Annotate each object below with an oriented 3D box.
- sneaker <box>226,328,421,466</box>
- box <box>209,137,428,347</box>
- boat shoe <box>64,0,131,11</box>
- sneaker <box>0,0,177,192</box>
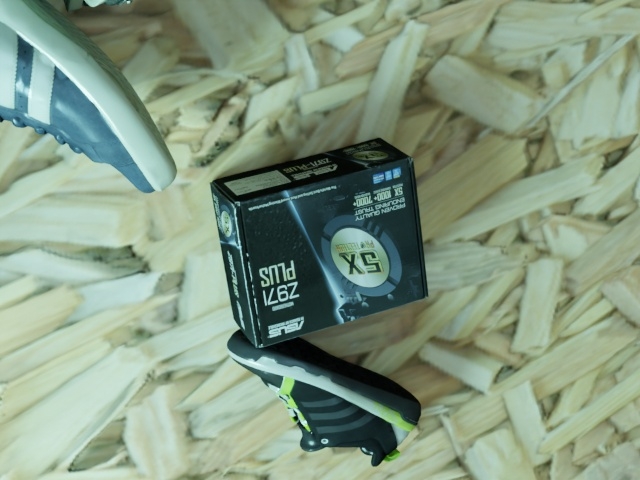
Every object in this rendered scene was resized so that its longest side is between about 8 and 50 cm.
[{"bbox_3d":[-0.001,0.165,1.340,0.234,0.084,0.097,26,98,-28],"label":"sneaker"},{"bbox_3d":[0.000,0.000,1.286,0.180,0.077,0.147,-15,114,-17],"label":"box"},{"bbox_3d":[-0.158,-0.224,1.055,0.079,0.233,0.084,-12,99,-15],"label":"boat shoe"},{"bbox_3d":[-0.272,-0.139,1.107,0.148,0.131,0.350,-43,112,4],"label":"sneaker"}]
